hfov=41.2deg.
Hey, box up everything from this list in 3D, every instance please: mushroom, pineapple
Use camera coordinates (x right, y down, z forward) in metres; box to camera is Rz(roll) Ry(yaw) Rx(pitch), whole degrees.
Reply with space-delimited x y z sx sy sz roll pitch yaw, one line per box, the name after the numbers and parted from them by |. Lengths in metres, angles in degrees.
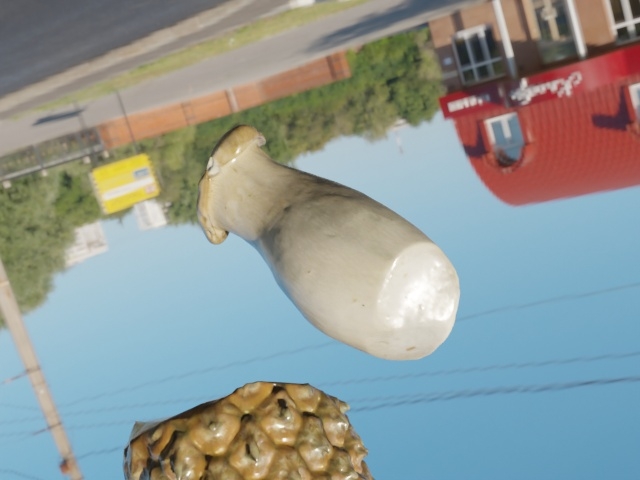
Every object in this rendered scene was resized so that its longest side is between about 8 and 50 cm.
-0.001 0.001 0.563 0.088 0.212 0.097 -45 155 -13 | mushroom
-0.027 0.287 0.650 0.202 0.361 0.202 -15 162 -5 | pineapple
